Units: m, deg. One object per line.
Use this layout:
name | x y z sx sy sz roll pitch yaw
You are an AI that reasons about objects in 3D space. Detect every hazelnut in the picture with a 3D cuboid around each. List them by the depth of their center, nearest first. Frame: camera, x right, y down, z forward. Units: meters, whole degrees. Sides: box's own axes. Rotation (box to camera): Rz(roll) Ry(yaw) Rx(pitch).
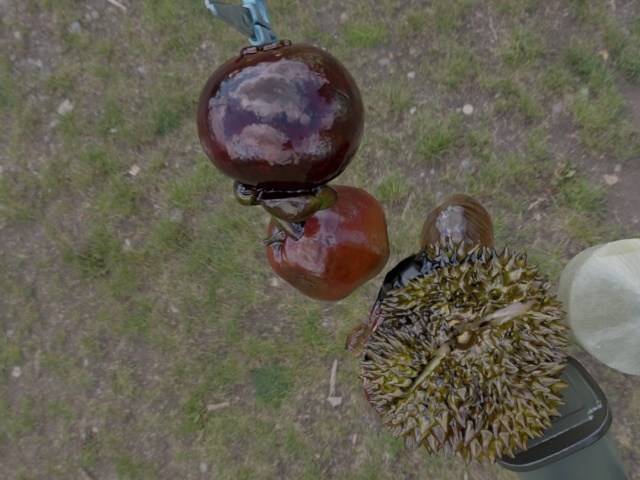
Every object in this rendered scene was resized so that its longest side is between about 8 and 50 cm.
hazelnut | 0.325 -0.005 1.240 0.210 0.186 0.210 9 69 -25

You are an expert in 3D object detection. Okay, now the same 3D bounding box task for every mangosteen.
mangosteen | -0.045 -0.124 0.667 0.214 0.215 0.258 -7 114 7

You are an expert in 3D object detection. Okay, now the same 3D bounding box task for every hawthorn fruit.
hawthorn fruit | 0.000 0.000 0.926 0.224 0.260 0.224 -5 82 37

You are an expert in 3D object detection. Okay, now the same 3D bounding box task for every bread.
bread | 0.091 0.243 1.245 0.053 0.085 0.085 37 88 4

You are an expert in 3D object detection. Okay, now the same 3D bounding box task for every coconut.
coconut | 0.562 0.115 0.915 0.237 0.266 0.238 -1 88 18

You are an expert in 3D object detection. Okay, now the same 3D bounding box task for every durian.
durian | 0.221 0.173 0.811 0.347 0.384 0.348 -4 74 13

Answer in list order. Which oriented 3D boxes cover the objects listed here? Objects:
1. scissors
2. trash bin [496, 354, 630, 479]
scissors | -0.120 -0.359 0.838 0.029 0.447 0.193 -18 106 10
trash bin | 0.444 0.377 0.953 0.219 0.219 0.250 -31 115 13
